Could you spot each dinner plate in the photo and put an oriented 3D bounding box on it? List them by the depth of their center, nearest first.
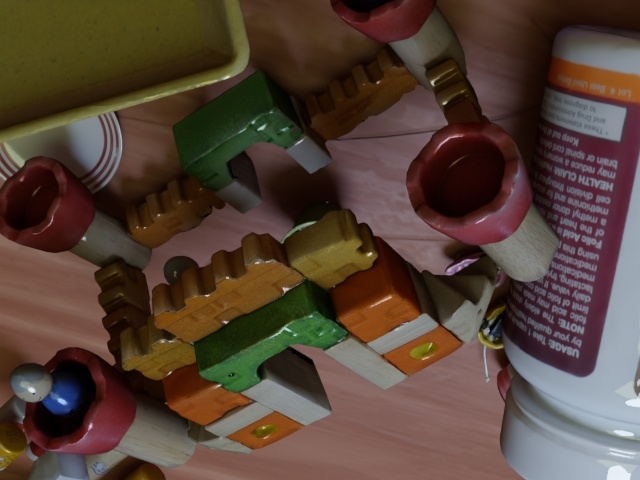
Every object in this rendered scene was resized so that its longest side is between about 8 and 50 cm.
[{"bbox_3d":[-0.264,-0.104,1.003,0.141,0.017,0.141,1,117,2],"label":"dinner plate"}]

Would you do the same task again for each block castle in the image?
[{"bbox_3d":[-0.060,-0.022,0.854,0.453,0.303,0.213,-29,146,16],"label":"block castle"}]

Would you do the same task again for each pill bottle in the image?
[{"bbox_3d":[0.282,0.022,0.894,0.224,0.224,0.392,7,106,-2],"label":"pill bottle"}]

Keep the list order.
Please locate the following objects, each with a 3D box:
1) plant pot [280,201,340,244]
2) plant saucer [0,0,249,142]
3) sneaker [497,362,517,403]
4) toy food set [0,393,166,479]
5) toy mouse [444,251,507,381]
[{"bbox_3d":[0.000,0.000,1.012,0.083,0.079,0.083,1,119,1],"label":"plant pot"},{"bbox_3d":[-0.234,-0.236,0.828,0.333,0.081,0.333,-14,79,10],"label":"plant saucer"},{"bbox_3d":[0.347,0.188,1.080,0.314,0.116,0.136,29,114,-12],"label":"sneaker"},{"bbox_3d":[-0.294,0.246,1.126,0.104,0.111,0.232,-41,141,20],"label":"toy food set"},{"bbox_3d":[0.146,0.057,1.064,0.143,0.031,0.161,21,116,-9],"label":"toy mouse"}]
